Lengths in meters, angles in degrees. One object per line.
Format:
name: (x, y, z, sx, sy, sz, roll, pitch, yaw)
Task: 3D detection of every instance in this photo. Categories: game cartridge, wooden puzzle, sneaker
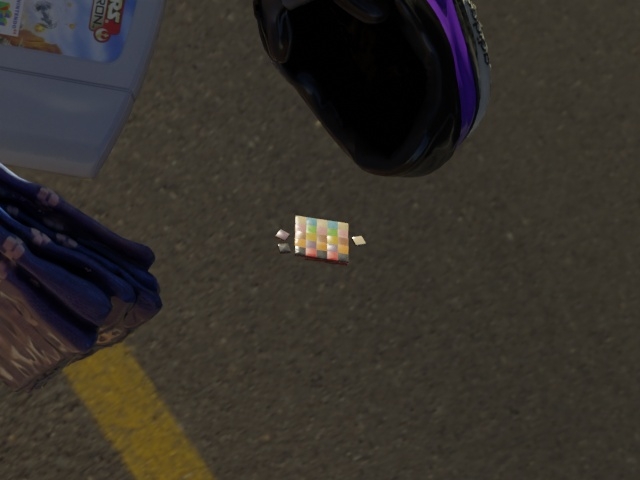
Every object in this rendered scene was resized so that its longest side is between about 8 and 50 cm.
game cartridge: (-0.205, -0.199, 0.914, 0.198, 0.062, 0.297, 8, 83, -2)
wooden puzzle: (0.000, 0.000, 1.173, 0.083, 0.006, 0.049, 9, 45, -8)
sneaker: (0.003, -0.162, 0.664, 0.293, 0.102, 0.146, 63, 26, -13)

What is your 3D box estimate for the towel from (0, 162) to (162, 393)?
towel: (-0.213, -0.064, 0.491, 0.336, 0.243, 0.040, 42, 69, -7)
